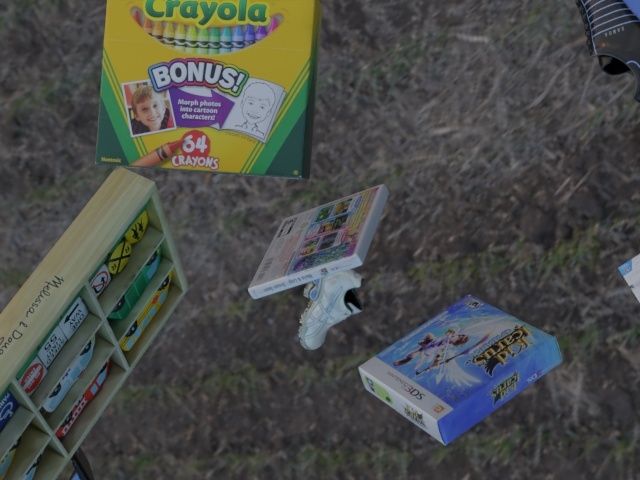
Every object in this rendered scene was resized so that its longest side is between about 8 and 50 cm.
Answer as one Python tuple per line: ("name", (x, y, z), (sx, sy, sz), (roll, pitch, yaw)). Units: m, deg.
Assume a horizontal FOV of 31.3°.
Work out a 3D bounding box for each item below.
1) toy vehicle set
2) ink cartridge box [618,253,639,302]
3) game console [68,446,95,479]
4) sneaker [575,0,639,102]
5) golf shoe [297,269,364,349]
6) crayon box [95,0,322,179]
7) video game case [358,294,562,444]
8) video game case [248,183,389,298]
("toy vehicle set", (-0.197, 0.092, 0.857), (0.035, 0.267, 0.166), (25, 155, 17))
("ink cartridge box", (0.489, 0.064, 1.707), (0.048, 0.028, 0.083), (-35, 63, 18))
("game console", (-0.339, 0.323, 1.520), (0.107, 0.071, 0.122), (66, 168, -24))
("sneaker", (0.346, -0.262, 1.373), (0.090, 0.081, 0.232), (-46, 53, 16))
("golf shoe", (0.017, 0.104, 1.671), (0.086, 0.069, 0.176), (17, 135, 8))
("crayon box", (-0.190, -0.273, 1.963), (0.363, 0.106, 0.313), (4, 92, 8))
("video game case", (0.243, 0.218, 2.016), (0.244, 0.269, 0.061), (29, 145, 54))
("video game case", (0.000, 0.000, 1.312), (0.143, 0.157, 0.019), (-18, 115, 26))
